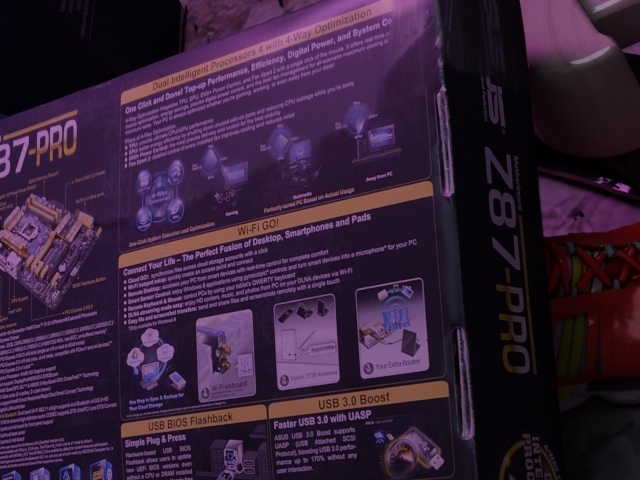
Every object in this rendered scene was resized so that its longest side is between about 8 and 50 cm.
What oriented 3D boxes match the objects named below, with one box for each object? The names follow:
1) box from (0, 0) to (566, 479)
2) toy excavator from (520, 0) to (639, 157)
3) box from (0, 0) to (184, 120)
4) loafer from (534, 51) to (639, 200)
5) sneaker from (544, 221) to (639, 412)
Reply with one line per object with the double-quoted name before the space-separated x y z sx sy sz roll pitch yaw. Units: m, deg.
"box" -0.058 0.049 0.803 0.395 0.097 0.318 -14 76 38
"toy excavator" 0.358 -0.167 0.721 0.433 0.222 0.445 -46 40 -8
"box" -0.347 -0.207 1.163 0.293 0.395 0.212 -23 45 21
"loafer" 0.123 -0.084 0.931 0.267 0.096 0.084 11 68 40
"sneaker" 0.142 0.035 0.787 0.279 0.118 0.107 -23 44 20
